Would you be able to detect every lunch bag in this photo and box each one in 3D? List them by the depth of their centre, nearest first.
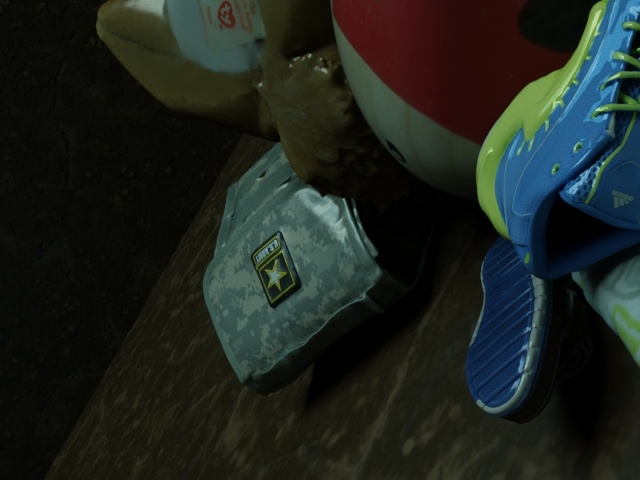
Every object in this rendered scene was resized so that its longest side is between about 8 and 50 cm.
[{"bbox_3d":[0.000,0.000,1.006,0.235,0.169,0.287,-41,28,35],"label":"lunch bag"}]

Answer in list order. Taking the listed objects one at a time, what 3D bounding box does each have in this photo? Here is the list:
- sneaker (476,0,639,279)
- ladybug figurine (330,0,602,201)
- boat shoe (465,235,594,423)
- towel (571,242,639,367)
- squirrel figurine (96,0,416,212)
[{"bbox_3d":[0.166,-0.072,0.463,0.126,0.091,0.240,-89,23,-51],"label":"sneaker"},{"bbox_3d":[0.159,-0.199,0.568,0.162,0.305,0.449,-73,2,-55],"label":"ladybug figurine"},{"bbox_3d":[0.142,0.056,0.604,0.066,0.066,0.183,-44,13,34],"label":"boat shoe"},{"bbox_3d":[0.259,-0.035,0.373,0.320,0.090,0.374,-52,15,16],"label":"towel"},{"bbox_3d":[0.059,-0.222,0.916,0.370,0.397,0.281,-26,-23,-45],"label":"squirrel figurine"}]
